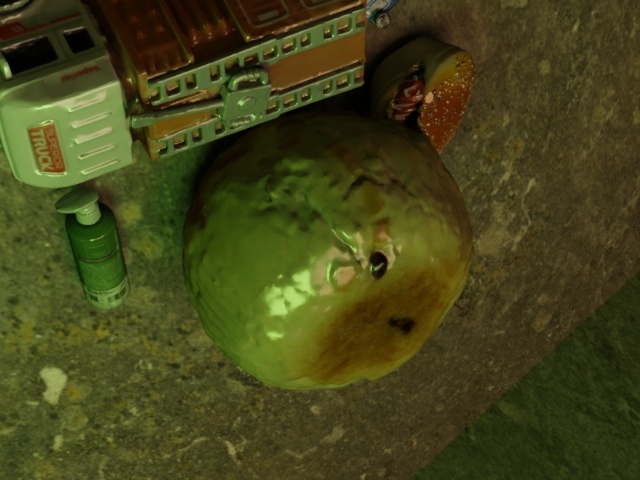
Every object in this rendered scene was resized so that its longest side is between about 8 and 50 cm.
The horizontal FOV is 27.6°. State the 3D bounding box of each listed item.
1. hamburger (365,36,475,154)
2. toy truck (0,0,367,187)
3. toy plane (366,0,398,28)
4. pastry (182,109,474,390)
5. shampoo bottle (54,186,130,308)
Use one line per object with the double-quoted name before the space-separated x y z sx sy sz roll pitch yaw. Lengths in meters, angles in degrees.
"hamburger" 0.137 -0.182 1.809 0.173 0.116 0.210 -31 151 -27
"toy truck" -0.151 -0.189 1.268 0.388 0.207 0.173 -22 148 -15
"toy plane" 0.043 -0.282 1.625 0.167 0.054 0.062 -43 128 -2
"pastry" 0.000 0.000 1.676 0.389 0.312 0.388 -21 139 -20
"shampoo bottle" -0.276 0.007 1.589 0.065 0.065 0.204 -32 151 -20
